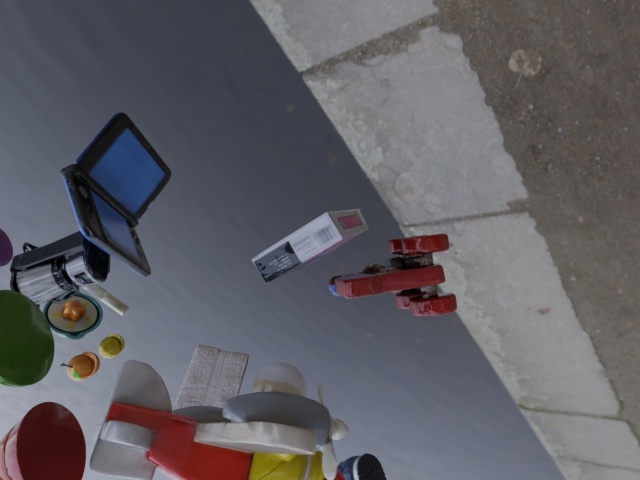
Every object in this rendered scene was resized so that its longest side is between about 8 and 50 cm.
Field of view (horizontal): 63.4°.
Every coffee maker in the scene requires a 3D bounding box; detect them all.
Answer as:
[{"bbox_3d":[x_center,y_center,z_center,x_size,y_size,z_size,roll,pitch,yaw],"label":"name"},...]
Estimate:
[{"bbox_3d":[-0.573,0.044,1.144,0.178,0.171,0.120,-21,161,0],"label":"coffee maker"}]

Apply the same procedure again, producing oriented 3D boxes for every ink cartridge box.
[{"bbox_3d":[0.000,0.000,1.118,0.176,0.371,0.069,-31,89,15],"label":"ink cartridge box"}]

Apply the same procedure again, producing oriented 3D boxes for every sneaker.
[{"bbox_3d":[0.097,0.659,1.171,0.112,0.318,0.131,18,144,-37],"label":"sneaker"}]

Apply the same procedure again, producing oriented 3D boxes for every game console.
[{"bbox_3d":[-0.426,-0.092,1.183,0.250,0.173,0.293,61,177,23],"label":"game console"}]

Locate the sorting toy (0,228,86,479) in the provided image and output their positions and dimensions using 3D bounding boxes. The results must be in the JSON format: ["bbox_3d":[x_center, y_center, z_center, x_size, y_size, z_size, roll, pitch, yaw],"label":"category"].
[{"bbox_3d":[-0.425,0.165,0.658,0.126,0.365,0.127,-22,173,7],"label":"sorting toy"}]

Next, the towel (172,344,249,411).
[{"bbox_3d":[-0.355,0.478,1.664,0.187,0.282,0.049,11,147,3],"label":"towel"}]

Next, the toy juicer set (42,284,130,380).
[{"bbox_3d":[-0.574,0.197,1.280,0.209,0.329,0.089,22,125,-11],"label":"toy juicer set"}]

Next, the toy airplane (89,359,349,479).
[{"bbox_3d":[-0.129,0.286,0.761,0.386,0.272,0.384,14,144,29],"label":"toy airplane"}]

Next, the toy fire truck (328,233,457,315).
[{"bbox_3d":[0.150,0.083,1.169,0.254,0.169,0.302,-7,180,-7],"label":"toy fire truck"}]
